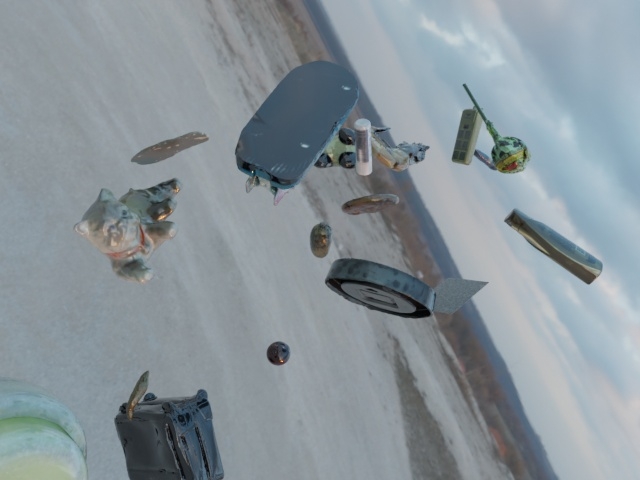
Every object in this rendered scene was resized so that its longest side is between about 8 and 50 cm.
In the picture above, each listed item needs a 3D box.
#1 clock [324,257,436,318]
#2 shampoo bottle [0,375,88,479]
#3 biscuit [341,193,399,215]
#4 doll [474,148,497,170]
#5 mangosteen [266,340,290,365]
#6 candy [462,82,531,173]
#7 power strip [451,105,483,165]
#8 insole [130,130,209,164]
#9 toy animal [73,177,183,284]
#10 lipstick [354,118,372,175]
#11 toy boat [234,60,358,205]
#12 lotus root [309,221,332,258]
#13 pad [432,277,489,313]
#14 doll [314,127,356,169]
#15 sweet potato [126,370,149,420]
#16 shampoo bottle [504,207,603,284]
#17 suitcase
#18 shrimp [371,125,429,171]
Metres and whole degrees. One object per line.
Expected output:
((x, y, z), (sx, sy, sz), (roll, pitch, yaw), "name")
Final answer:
((0.173, 0.143, 1.581), (0.325, 0.325, 0.067), (47, 58, -57), "clock")
((-0.600, 0.409, 0.987), (0.317, 0.322, 0.322), (20, -24, 41), "shampoo bottle")
((0.181, -0.128, 1.989), (0.212, 0.212, 0.036), (24, 57, -74), "biscuit")
((0.489, -0.243, 1.627), (0.125, 0.027, 0.037), (29, 8, -31), "doll")
((-0.134, 0.369, 1.787), (0.081, 0.081, 0.081), (60, 11, -19), "mangosteen")
((0.444, -0.301, 1.418), (0.083, 0.091, 0.305), (32, 34, -58), "candy")
((0.413, -0.299, 1.542), (0.076, 0.028, 0.169), (-148, -113, -64), "power strip")
((-0.371, -0.224, 1.333), (0.081, 0.247, 0.011), (10, 70, -57), "insole")
((-0.452, -0.067, 1.298), (0.188, 0.266, 0.308), (37, 65, -27), "toy animal")
((0.101, -0.219, 1.294), (0.141, 0.040, 0.040), (83, -7, -45), "lipstick")
((-0.036, -0.199, 0.979), (0.134, 0.299, 0.092), (26, -32, 10), "toy boat")
((0.000, 0.000, 1.990), (0.179, 0.080, 0.089), (98, 7, -49), "lotus root")
((0.422, 0.176, 1.785), (0.235, 0.158, 0.003), (-29, 112, -39), "pad")
((0.035, -0.318, 1.943), (0.135, 0.234, 0.144), (45, 47, -85), "doll")
((-0.542, 0.459, 1.623), (0.041, 0.038, 0.153), (31, 77, -50), "sweet potato")
((0.794, 0.011, 1.881), (0.350, 0.084, 0.125), (35, 34, 5), "shampoo bottle")
((-0.495, 0.675, 1.798), (0.188, 0.345, 0.339), (-16, 91, -56), "suitcase")
((0.197, -0.265, 1.549), (0.178, 0.075, 0.289), (45, 37, 13), "shrimp")
